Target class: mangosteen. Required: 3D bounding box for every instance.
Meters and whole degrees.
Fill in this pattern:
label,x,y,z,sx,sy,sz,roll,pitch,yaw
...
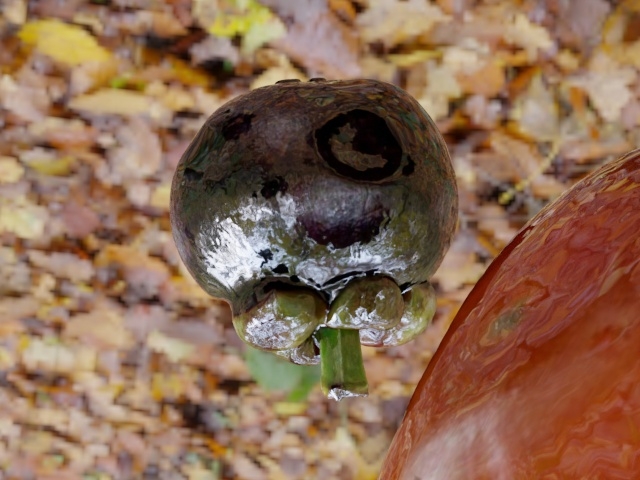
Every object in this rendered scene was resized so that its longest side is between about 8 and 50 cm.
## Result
label,x,y,z,sx,sy,sz,roll,pitch,yaw
mangosteen,0.000,0.000,0.661,0.137,0.151,0.137,-8,165,-2

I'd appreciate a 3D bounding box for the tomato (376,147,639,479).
label,x,y,z,sx,sy,sz,roll,pitch,yaw
tomato,0.133,0.086,0.383,0.226,0.298,0.298,41,152,-8
